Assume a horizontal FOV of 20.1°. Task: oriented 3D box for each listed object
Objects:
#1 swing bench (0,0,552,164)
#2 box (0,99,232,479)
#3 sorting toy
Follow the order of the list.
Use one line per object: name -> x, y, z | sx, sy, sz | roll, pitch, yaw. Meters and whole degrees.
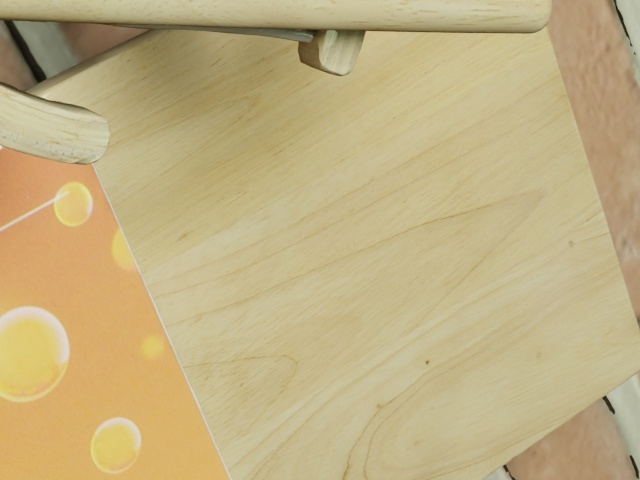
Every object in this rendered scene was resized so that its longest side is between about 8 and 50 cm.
swing bench -> -0.101, -0.134, 0.633 | 0.255, 0.253, 0.165 | -22, 114, -24
box -> -0.151, 0.142, 0.697 | 0.215, 0.168, 0.345 | -32, 112, -27
sorting toy -> 0.000, 0.000, 0.830 | 0.257, 0.089, 0.255 | -30, 111, -27
